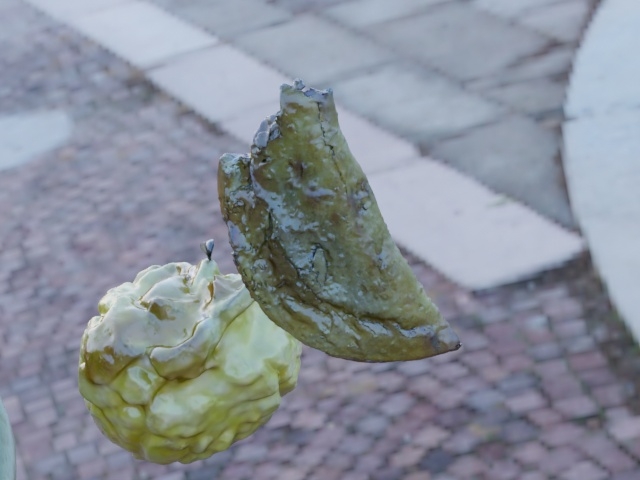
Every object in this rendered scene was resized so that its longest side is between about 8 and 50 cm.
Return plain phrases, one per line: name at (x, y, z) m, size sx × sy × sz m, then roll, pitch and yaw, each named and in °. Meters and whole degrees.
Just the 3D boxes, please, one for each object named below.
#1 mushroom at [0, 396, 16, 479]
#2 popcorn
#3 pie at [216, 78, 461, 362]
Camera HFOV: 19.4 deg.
mushroom at (-0.412, 0.182, 1.446) m, size 0.352 × 0.260 × 0.352 m, roll 11°, pitch 30°, yaw -6°
popcorn at (-0.099, 0.085, 1.405) m, size 0.180 × 0.170 × 0.180 m, roll -11°, pitch 14°, yaw 3°
pie at (0.000, 0.000, 0.968) m, size 0.092 × 0.170 × 0.034 m, roll -22°, pitch 18°, yaw 7°
